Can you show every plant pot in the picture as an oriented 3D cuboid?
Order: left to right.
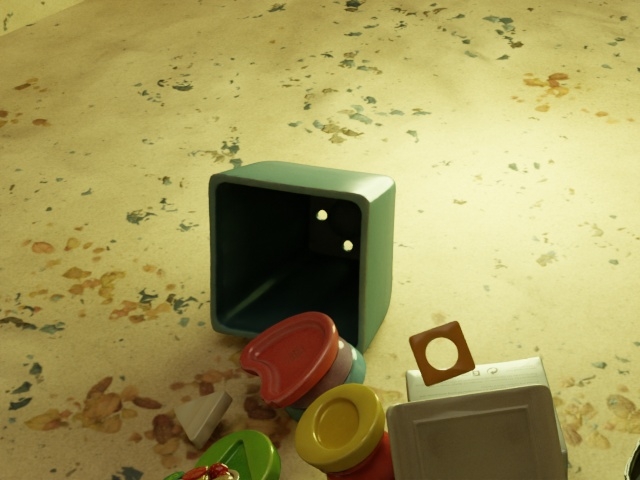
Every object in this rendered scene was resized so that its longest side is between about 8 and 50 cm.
[{"bbox_3d":[0.000,0.000,1.827,0.247,0.247,0.252,9,21,22],"label":"plant pot"}]

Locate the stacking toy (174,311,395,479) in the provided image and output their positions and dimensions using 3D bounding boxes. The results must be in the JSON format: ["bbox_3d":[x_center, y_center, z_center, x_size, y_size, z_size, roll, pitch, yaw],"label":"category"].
[{"bbox_3d":[-0.037,0.262,1.603,0.279,0.130,0.309,-34,33,6],"label":"stacking toy"}]

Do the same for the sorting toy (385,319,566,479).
[{"bbox_3d":[0.181,0.265,1.391,0.196,0.047,0.347,-7,77,-3],"label":"sorting toy"}]

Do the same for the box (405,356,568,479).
[{"bbox_3d":[0.205,0.253,1.519,0.181,0.119,0.182,-6,34,1],"label":"box"}]

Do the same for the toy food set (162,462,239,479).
[{"bbox_3d":[-0.114,0.226,1.098,0.083,0.020,0.083,-19,11,4],"label":"toy food set"}]

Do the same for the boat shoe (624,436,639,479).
[{"bbox_3d":[0.435,0.262,1.508,0.080,0.073,0.223,18,41,30],"label":"boat shoe"}]
